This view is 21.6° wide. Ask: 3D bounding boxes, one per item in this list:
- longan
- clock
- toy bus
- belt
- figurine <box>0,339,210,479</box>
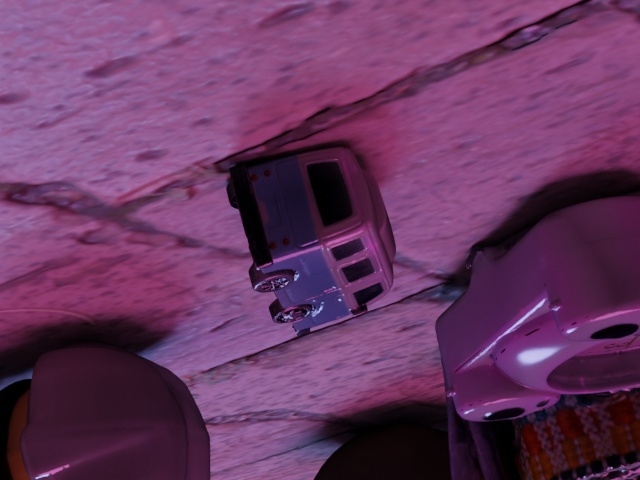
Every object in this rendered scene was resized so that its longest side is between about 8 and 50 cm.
[{"bbox_3d":[0.077,0.252,1.430,0.196,0.196,0.220,-17,159,13],"label":"longan"},{"bbox_3d":[0.214,0.033,1.055,0.248,0.090,0.227,-7,160,-21],"label":"clock"},{"bbox_3d":[0.000,0.000,0.869,0.075,0.060,0.123,-17,158,3],"label":"toy bus"},{"bbox_3d":[0.251,0.136,1.252,0.295,0.160,0.207,2,156,-37],"label":"belt"},{"bbox_3d":[-0.190,0.141,1.047,0.236,0.133,0.176,-14,163,15],"label":"figurine"}]
